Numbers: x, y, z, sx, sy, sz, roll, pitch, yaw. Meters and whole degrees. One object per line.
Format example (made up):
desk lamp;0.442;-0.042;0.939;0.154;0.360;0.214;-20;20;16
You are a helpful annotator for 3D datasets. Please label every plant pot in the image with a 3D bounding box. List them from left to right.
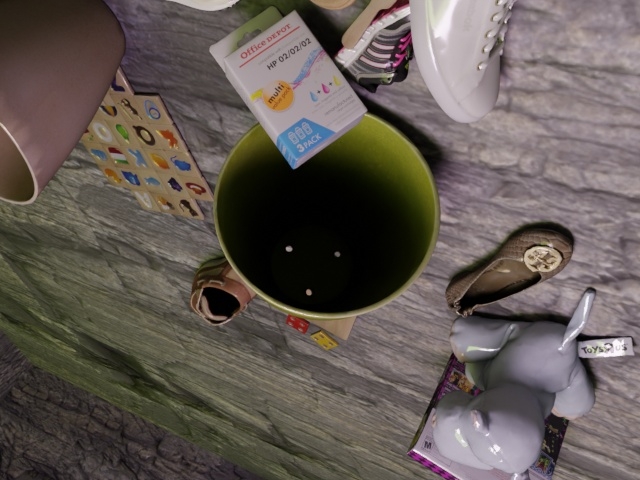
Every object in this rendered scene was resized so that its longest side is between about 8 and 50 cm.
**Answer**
plant pot;-0.414;-0.236;0.919;0.256;0.274;0.257;22;145;16
plant pot;0.000;0.000;0.914;0.274;0.275;0.293;30;163;6

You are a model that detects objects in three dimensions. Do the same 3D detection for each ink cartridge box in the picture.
ink cartridge box;-0.042;-0.190;0.760;0.181;0.104;0.061;54;174;0

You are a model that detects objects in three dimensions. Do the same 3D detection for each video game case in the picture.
video game case;0.290;0.331;1.099;0.232;0.210;0.042;31;148;4

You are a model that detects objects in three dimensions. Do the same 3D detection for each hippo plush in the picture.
hippo plush;0.301;0.253;0.961;0.234;0.237;0.294;47;145;-19

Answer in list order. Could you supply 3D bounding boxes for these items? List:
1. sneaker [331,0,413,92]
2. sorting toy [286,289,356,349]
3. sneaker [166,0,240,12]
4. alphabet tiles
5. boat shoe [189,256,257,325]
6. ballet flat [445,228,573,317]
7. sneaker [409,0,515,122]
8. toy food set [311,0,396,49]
sneaker;0.081;-0.215;0.712;0.075;0.063;0.170;43;151;-13
sorting toy;0.010;0.117;1.216;0.132;0.046;0.275;28;146;10
sneaker;-0.158;-0.328;0.776;0.161;0.057;0.075;20;150;26
alphabet tiles;-0.344;-0.174;1.183;0.285;0.011;0.343;10;140;32
boat shoe;-0.212;0.111;1.337;0.123;0.116;0.324;40;147;-9
ballet flat;0.254;0.055;0.911;0.084;0.058;0.250;38;147;-7
sneaker;0.151;-0.229;0.588;0.123;0.106;0.290;12;140;34
toy food set;0.008;-0.302;0.662;0.192;0.038;0.132;52;151;-1
